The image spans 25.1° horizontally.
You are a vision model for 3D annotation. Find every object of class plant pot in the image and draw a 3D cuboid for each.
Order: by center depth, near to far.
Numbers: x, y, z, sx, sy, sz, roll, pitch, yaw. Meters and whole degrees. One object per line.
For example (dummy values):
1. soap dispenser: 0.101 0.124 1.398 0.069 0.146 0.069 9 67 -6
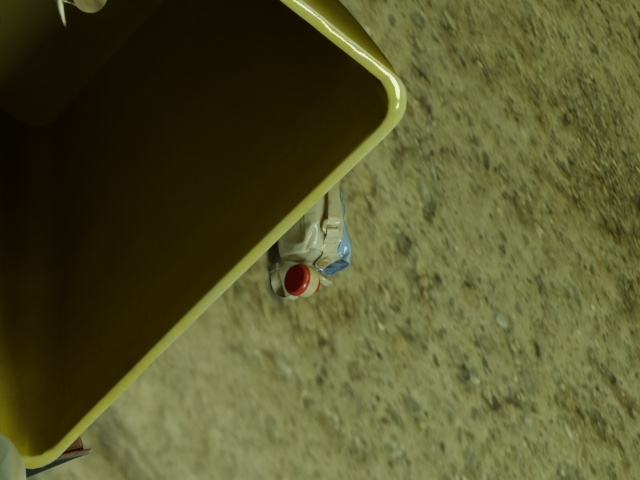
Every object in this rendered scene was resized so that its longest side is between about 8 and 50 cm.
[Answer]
1. plant pot: -0.124 -0.084 0.543 0.212 0.212 0.187 36 22 -26

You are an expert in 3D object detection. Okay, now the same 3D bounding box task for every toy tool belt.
1. toy tool belt: 0.000 0.000 0.872 0.051 0.052 0.083 21 54 -43

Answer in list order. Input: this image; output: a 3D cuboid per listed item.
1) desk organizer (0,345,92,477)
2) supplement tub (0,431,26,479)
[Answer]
1. desk organizer: -0.155 0.074 0.565 0.130 0.047 0.050 0 70 -60
2. supplement tub: -0.225 -0.005 0.297 0.331 0.241 0.241 60 30 -16
